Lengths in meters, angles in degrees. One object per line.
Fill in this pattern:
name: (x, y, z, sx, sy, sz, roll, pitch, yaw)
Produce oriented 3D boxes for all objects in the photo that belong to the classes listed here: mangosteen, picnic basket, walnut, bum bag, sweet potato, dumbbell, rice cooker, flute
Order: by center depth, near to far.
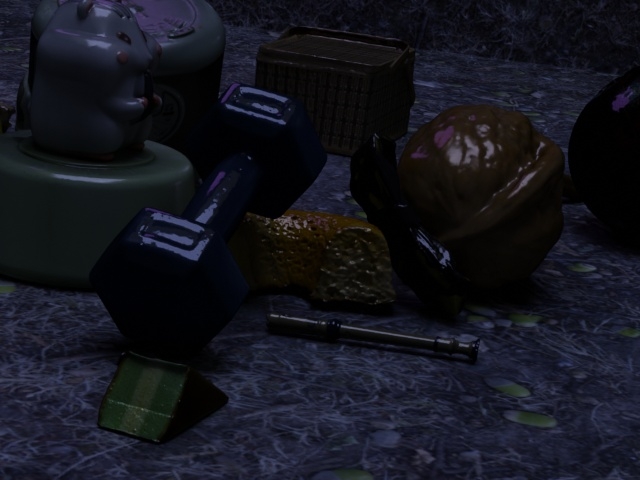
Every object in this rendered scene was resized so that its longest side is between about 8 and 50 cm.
dumbbell: (-0.112, -0.028, 1.633, 0.144, 0.160, 0.325, 40, 43, -9)
flute: (0.055, 0.102, 1.659, 0.233, 0.027, 0.027, 8, 16, 5)
bum bag: (0.101, -0.011, 1.801, 0.060, 0.232, 0.106, -21, -16, -25)
walnut: (0.193, -0.051, 1.909, 0.257, 0.224, 0.257, -33, 11, 7)
rice cooker: (-0.280, -0.210, 2.168, 0.288, 0.277, 0.288, 8, 32, -5)
mangosteen: (0.511, -0.120, 2.224, 0.300, 0.300, 0.300, 6, 16, -2)
sweet potato: (0.358, -0.085, 2.399, 0.182, 0.053, 0.054, -9, 16, -43)
picnic basket: (0.028, -0.271, 2.692, 0.228, 0.175, 0.313, 11, 16, 16)

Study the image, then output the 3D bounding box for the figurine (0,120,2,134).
figurine: (-0.605, -0.116, 1.871, 0.283, 0.204, 0.338, 43, 44, 21)

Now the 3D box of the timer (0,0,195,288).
timer: (-0.271, -0.131, 1.818, 0.291, 0.315, 0.291, 7, 16, -2)

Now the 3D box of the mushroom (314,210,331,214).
mushroom: (0.000, 0.000, 1.920, 0.084, 0.067, 0.083, 3, 22, -1)

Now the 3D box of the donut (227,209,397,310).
donut: (-0.043, 0.017, 1.814, 0.259, 0.101, 0.152, 1, 11, -5)

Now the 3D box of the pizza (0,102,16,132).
pizza: (-0.554, -0.196, 2.397, 0.226, 0.069, 0.147, 16, -4, 19)

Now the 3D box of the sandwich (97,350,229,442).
sandwich: (-0.143, 0.156, 1.418, 0.074, 0.074, 0.116, 13, -16, 22)
